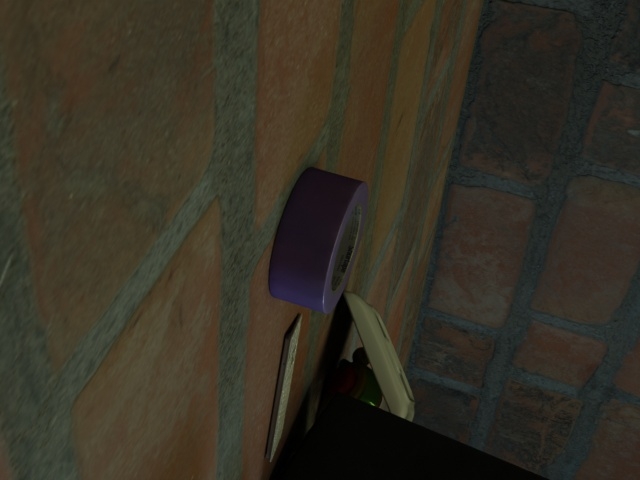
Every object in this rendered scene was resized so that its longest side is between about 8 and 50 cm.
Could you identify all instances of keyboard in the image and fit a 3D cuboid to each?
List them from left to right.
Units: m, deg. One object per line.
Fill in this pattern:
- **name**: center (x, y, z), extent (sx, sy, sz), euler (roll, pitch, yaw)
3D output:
- **keyboard**: center (-0.057, 0.238, 1.589), extent (0.072, 0.014, 0.256), euler (-55, 158, -58)

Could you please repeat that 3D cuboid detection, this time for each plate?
- **plate**: center (0.128, 0.237, 1.978), extent (0.278, 0.045, 0.277), euler (50, 17, -76)

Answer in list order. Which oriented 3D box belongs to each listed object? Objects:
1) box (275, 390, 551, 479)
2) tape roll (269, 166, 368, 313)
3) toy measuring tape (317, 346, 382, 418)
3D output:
- **box**: center (0.188, 0.594, 1.817), extent (0.297, 0.479, 0.472), euler (-54, 150, -31)
- **tape roll**: center (0.000, 0.000, 1.356), extent (0.189, 0.080, 0.189), euler (17, 90, -79)
- **toy measuring tape**: center (0.053, 0.361, 2.003), extent (0.121, 0.121, 0.330), euler (87, 20, -59)
